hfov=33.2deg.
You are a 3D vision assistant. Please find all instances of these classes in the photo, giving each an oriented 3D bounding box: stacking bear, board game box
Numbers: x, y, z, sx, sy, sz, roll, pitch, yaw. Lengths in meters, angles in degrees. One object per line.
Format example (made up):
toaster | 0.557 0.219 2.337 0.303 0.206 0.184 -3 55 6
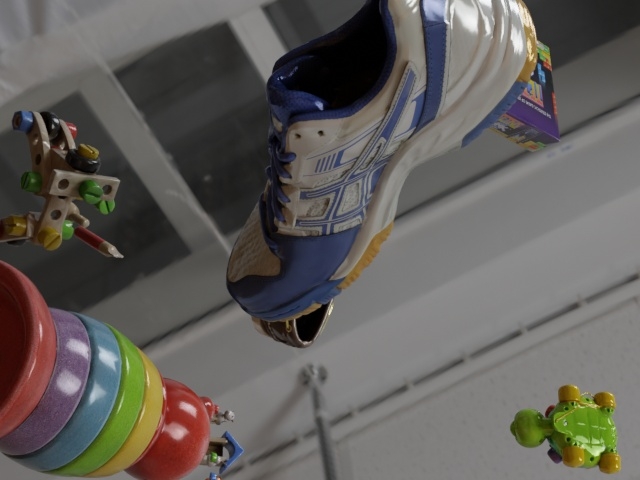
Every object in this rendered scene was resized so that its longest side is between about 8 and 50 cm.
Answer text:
stacking bear | -0.224 0.161 1.055 0.164 0.289 0.175 16 -103 43
board game box | 0.232 -0.205 1.352 0.048 0.170 0.141 -21 -117 39

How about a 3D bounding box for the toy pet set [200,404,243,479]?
toy pet set | -0.148 0.331 1.677 0.114 0.065 0.122 123 -29 -59

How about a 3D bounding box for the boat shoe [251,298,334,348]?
boat shoe | 0.000 0.000 1.582 0.097 0.116 0.324 18 -94 48

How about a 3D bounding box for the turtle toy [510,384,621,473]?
turtle toy | 0.279 0.216 1.213 0.066 0.130 0.095 135 -37 -56

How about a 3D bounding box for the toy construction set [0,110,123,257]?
toy construction set | -0.438 -0.057 1.865 0.237 0.309 0.257 28 -101 40

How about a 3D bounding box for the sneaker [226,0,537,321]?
sneaker | 0.001 -0.066 0.706 0.296 0.131 0.112 -51 -139 28
